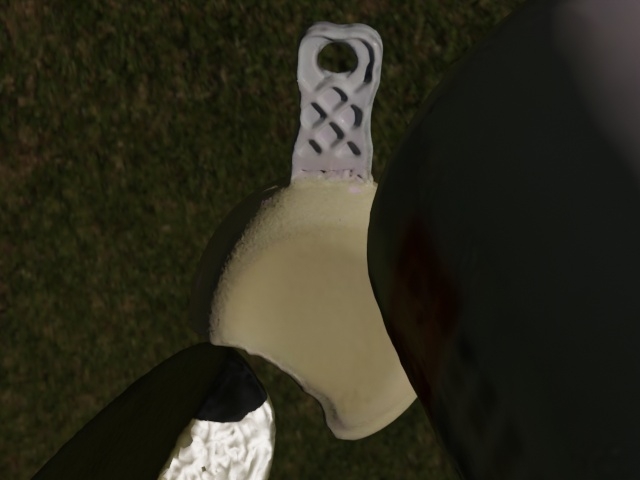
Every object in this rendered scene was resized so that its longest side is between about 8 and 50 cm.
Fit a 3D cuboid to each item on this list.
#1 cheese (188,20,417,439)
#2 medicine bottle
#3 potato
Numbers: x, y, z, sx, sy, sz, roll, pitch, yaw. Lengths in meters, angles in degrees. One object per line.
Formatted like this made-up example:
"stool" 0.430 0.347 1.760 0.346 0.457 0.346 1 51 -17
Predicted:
"cheese" 0.021 0.000 0.782 0.163 0.071 0.249 21 113 -11
"medicine bottle" 0.175 0.108 0.326 0.219 0.388 0.219 -17 144 -13
"potato" -0.111 0.199 0.931 0.112 0.269 0.255 38 96 -25
